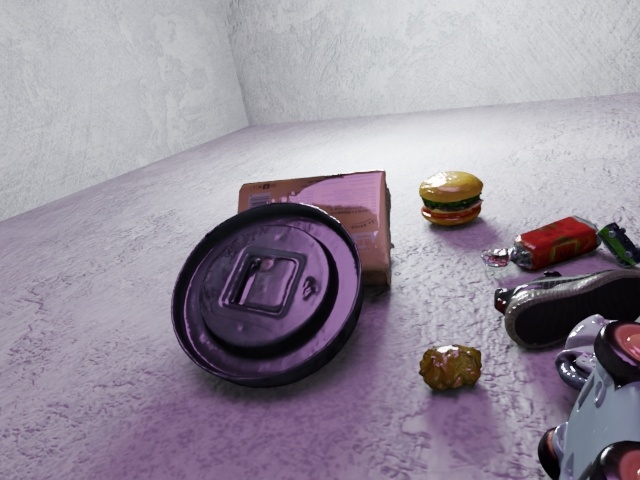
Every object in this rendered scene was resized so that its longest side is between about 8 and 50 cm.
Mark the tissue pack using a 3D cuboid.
[{"bbox_3d":[0.000,0.000,0.932,0.306,0.238,0.238,-4,24,14],"label":"tissue pack"}]

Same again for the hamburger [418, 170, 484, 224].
[{"bbox_3d":[0.320,-0.104,1.092,0.162,0.115,0.162,-9,26,4],"label":"hamburger"}]

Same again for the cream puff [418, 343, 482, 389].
[{"bbox_3d":[0.177,0.168,0.607,0.083,0.058,0.083,3,25,32],"label":"cream puff"}]

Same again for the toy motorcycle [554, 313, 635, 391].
[{"bbox_3d":[0.407,0.141,0.527,0.260,0.110,0.171,-2,13,8],"label":"toy motorcycle"}]

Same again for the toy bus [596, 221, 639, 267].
[{"bbox_3d":[0.538,0.009,0.798,0.031,0.037,0.083,-18,65,-17],"label":"toy bus"}]

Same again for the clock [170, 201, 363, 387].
[{"bbox_3d":[-0.084,0.080,0.730,0.319,0.066,0.319,-8,54,12],"label":"clock"}]

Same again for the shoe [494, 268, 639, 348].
[{"bbox_3d":[0.371,0.086,0.676,0.227,0.099,0.112,-14,16,-6],"label":"shoe"}]

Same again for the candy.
[{"bbox_3d":[0.450,0.005,0.861,0.292,0.059,0.086,-16,25,-11],"label":"candy"}]

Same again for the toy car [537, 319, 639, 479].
[{"bbox_3d":[0.291,0.209,0.329,0.212,0.180,0.270,18,37,22],"label":"toy car"}]
